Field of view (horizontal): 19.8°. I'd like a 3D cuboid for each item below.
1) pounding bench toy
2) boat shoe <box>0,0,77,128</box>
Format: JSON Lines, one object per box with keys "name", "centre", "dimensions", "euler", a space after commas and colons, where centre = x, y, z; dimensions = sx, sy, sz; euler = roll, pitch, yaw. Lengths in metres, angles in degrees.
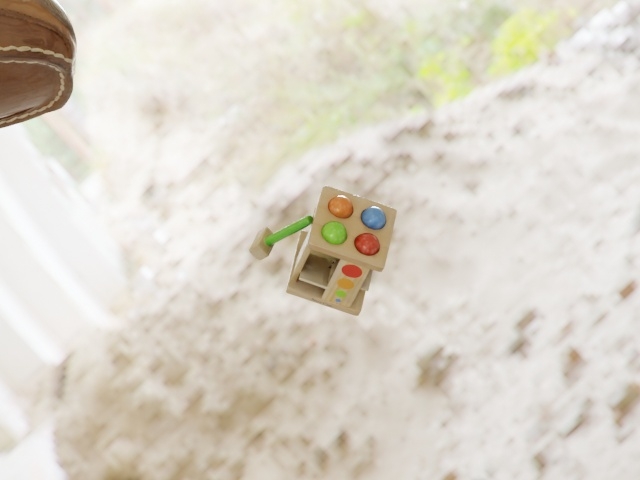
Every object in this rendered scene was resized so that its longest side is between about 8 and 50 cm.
{"name": "pounding bench toy", "centre": [0.000, 0.000, 1.208], "dimensions": [0.065, 0.083, 0.052], "euler": [115, 172, -51]}
{"name": "boat shoe", "centre": [-0.267, -0.041, 0.846], "dimensions": [0.324, 0.116, 0.123], "euler": [-13, -24, -11]}
